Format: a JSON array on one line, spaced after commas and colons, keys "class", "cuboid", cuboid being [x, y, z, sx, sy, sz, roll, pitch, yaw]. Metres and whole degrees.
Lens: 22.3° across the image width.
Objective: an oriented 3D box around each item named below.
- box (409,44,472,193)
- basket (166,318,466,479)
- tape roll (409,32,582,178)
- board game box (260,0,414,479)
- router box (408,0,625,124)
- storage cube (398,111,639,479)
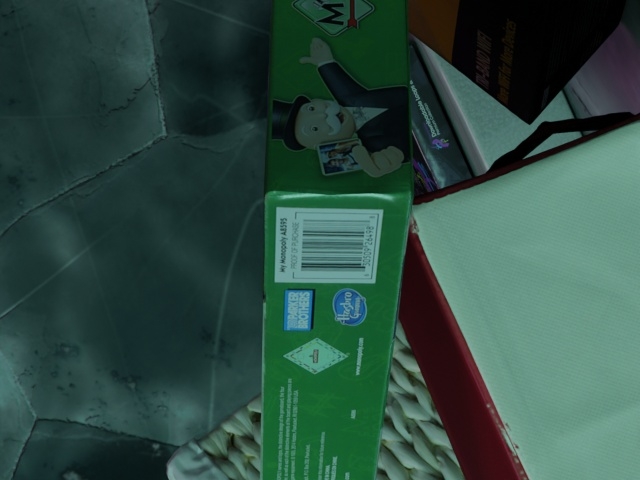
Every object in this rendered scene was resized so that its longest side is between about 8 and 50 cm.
[{"class": "box", "cuboid": [0.064, -0.087, 1.161, 0.116, 0.029, 0.162, 64, 179, -12]}, {"class": "basket", "cuboid": [0.120, 0.250, 1.210, 0.331, 0.266, 0.328, 43, 170, 40]}, {"class": "tape roll", "cuboid": [0.114, -0.089, 1.233, 0.392, 0.072, 0.392, 155, 90, -88]}, {"class": "board game box", "cuboid": [0.000, 0.000, 0.643, 0.317, 0.046, 0.213, 94, 177, -52]}, {"class": "router box", "cuboid": [0.033, -0.199, 0.730, 0.243, 0.081, 0.309, 40, 172, 13]}, {"class": "storage cube", "cuboid": [0.142, 0.043, 0.630, 0.193, 0.183, 0.215, 110, 137, -86]}]
